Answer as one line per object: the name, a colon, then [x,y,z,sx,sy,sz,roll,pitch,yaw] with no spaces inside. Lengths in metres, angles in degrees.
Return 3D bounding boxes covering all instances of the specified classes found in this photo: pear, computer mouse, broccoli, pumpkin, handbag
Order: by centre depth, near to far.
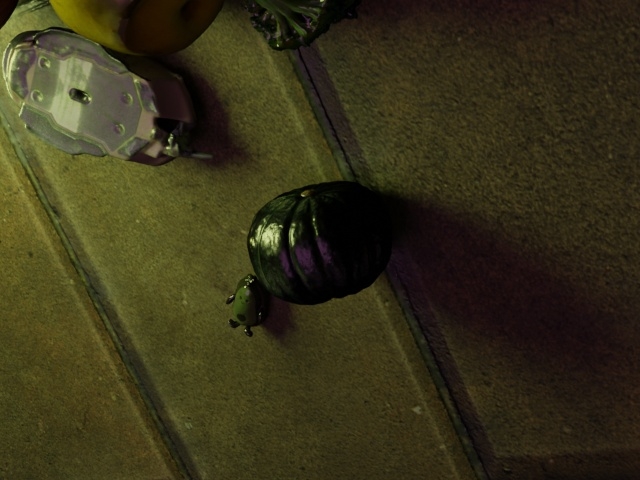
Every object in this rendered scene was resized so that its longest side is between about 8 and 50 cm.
broccoli: [-0.065,-0.395,1.668,0.269,0.269,0.254,37,121,11]
pear: [-0.280,-0.407,1.811,0.336,0.285,0.285,28,131,39]
pumpkin: [0.000,0.000,1.893,0.220,0.220,0.162,2,116,34]
computer mouse: [-0.327,-0.228,2.057,0.389,0.115,0.199,24,119,8]
handbag: [-0.120,0.100,2.150,0.072,0.047,0.111,26,131,19]

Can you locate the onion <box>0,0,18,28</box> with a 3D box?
onion: [-0.599,-0.468,1.969,0.353,0.353,0.354,17,126,26]
